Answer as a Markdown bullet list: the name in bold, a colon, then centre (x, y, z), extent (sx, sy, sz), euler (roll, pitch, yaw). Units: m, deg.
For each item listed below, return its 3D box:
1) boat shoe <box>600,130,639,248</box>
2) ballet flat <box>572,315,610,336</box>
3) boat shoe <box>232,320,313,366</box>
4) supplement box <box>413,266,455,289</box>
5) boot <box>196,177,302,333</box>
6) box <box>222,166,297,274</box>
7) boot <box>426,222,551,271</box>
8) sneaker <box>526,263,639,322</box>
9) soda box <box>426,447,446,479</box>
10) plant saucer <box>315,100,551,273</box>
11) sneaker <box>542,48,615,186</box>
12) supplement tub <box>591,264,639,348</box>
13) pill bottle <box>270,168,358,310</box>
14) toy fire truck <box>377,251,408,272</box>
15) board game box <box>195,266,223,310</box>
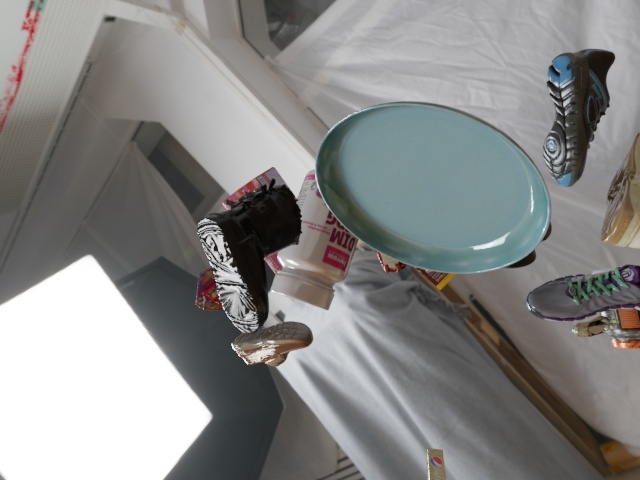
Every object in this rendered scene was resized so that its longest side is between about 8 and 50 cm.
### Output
- **boat shoe**: centre (0.574, -0.087, 0.731), extent (0.341, 0.110, 0.121), euler (-48, -31, -37)
- **ballet flat**: centre (1.071, 0.338, 1.639), extent (0.206, 0.073, 0.067), euler (-10, 2, -24)
- **boat shoe**: centre (-0.149, 0.352, 1.413), extent (0.325, 0.116, 0.123), euler (-15, 14, 36)
- **supplement box**: centre (0.411, 0.022, 1.456), extent (0.129, 0.194, 0.191), euler (-33, -19, -54)
- **boot**: centre (-0.053, 0.011, 0.391), extent (0.045, 0.121, 0.099), euler (-5, 19, 37)
- **box**: centre (-0.109, -0.043, 1.086), extent (0.123, 0.256, 0.128), euler (-31, 12, 25)
- **boot**: centre (0.358, 0.021, 0.999), extent (0.280, 0.096, 0.264), euler (-23, 9, 48)
- **sneaker**: centre (0.457, 0.071, 0.692), extent (0.224, 0.098, 0.083), euler (-11, 52, 10)
- **soda box**: centre (0.428, 0.864, 1.568), extent (0.181, 0.061, 0.058), euler (-65, -23, -66)
- **plant saucer**: centre (0.144, -0.065, 0.589), extent (0.043, 0.318, 0.317), euler (-61, 11, -30)
- **sneaker**: centre (0.657, -0.298, 1.063), extent (0.140, 0.340, 0.125), euler (-15, 29, -7)
- **supplement tub**: centre (1.325, 0.284, 1.837), extent (0.207, 0.337, 0.207), euler (-8, -5, -1)
- **pill bottle**: centre (0.000, 0.000, 0.938), extent (0.160, 0.161, 0.282), euler (150, 139, -78)
- **toy fire truck**: centre (0.259, 0.022, 1.211), extent (0.217, 0.158, 0.246), euler (-23, 13, 20)
- **board game box**: centre (-0.324, 0.162, 1.355), extent (0.033, 0.133, 0.168), euler (48, 131, 54)
